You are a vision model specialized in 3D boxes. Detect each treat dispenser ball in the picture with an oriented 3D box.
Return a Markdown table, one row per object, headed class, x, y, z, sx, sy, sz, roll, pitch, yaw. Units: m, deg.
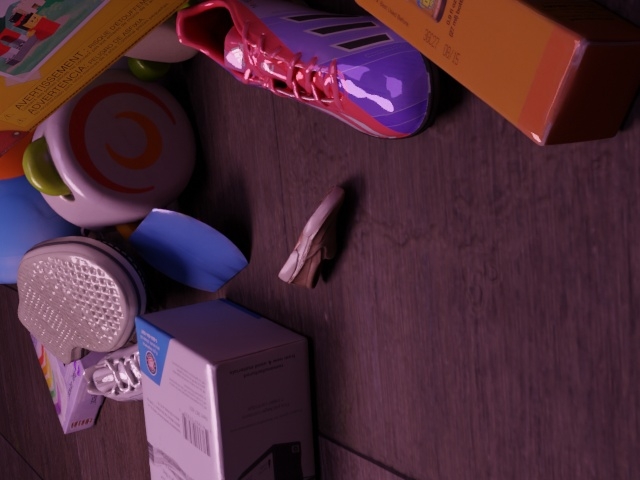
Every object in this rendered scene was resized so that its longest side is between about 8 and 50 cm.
| class | x | y | z | sx | sy | sz | roll | pitch | yaw |
| --- | --- | --- | --- | --- | --- | --- | --- | --- | --- |
| treat dispenser ball | -0.516 | -0.071 | 1.467 | 0.288 | 0.288 | 0.288 | 24 | 119 | 53 |

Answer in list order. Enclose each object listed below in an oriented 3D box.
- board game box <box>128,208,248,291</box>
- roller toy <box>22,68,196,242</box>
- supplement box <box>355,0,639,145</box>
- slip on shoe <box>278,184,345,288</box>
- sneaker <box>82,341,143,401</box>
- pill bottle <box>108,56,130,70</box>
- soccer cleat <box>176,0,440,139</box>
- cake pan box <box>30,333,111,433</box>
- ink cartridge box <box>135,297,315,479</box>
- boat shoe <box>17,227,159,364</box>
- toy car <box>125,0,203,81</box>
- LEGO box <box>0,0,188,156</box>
| class | x | y | z | sx | sy | sz | roll | pitch | yaw |
| --- | --- | --- | --- | --- | --- | --- | --- | --- | --- |
| board game box | -0.163 | 0.002 | 1.122 | 0.168 | 0.133 | 0.033 | -38 | 24 | 53 |
| roller toy | -0.268 | -0.111 | 1.156 | 0.146 | 0.209 | 0.191 | -23 | 47 | 58 |
| supplement box | 0.118 | -0.159 | 0.629 | 0.233 | 0.080 | 0.078 | 48 | 136 | 38 |
| slip on shoe | 0.000 | 0.000 | 0.903 | 0.041 | 0.051 | 0.135 | 31 | 127 | 0 |
| sneaker | -0.248 | 0.191 | 1.273 | 0.297 | 0.129 | 0.111 | -30 | 72 | 56 |
| pill bottle | -0.330 | -0.287 | 1.240 | 0.264 | 0.146 | 0.146 | 20 | 116 | 54 |
| soccer cleat | -0.019 | -0.163 | 0.805 | 0.318 | 0.116 | 0.109 | 37 | 129 | 48 |
| cake pan box | -0.480 | 0.203 | 1.709 | 0.246 | 0.070 | 0.267 | 60 | 143 | 24 |
| ink cartridge box | -0.113 | 0.248 | 1.072 | 0.223 | 0.129 | 0.307 | 16 | 113 | 55 |
| boat shoe | -0.338 | 0.071 | 1.322 | 0.187 | 0.156 | 0.500 | 48 | 154 | -5 |
| toy car | -0.215 | -0.314 | 1.069 | 0.155 | 0.149 | 0.188 | -28 | 63 | 46 |
| LEGO box | -0.280 | -0.311 | 0.740 | 0.500 | 0.372 | 0.193 | -33 | 67 | 20 |
